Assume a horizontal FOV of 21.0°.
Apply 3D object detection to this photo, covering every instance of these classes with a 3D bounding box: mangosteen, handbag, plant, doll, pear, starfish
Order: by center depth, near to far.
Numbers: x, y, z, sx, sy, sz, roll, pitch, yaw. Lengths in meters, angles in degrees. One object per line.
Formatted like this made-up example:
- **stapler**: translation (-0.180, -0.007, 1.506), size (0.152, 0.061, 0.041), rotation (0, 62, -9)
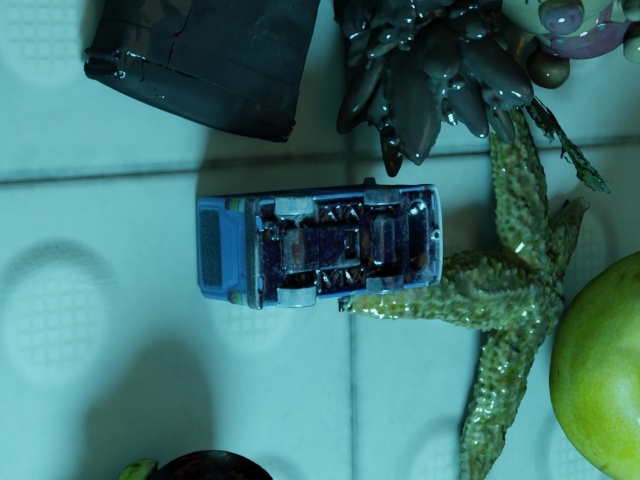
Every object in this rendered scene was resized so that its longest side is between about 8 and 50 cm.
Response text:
- **mangosteen**: translation (-0.133, 0.286, 1.614), size (0.217, 0.192, 0.192), rotation (11, 85, -22)
- **handbag**: translation (-0.095, -0.224, 1.667), size (0.247, 0.080, 0.223), rotation (17, 82, -42)
- **plant**: translation (0.104, -0.232, 1.775), size (0.194, 0.181, 0.320), rotation (-10, 91, -20)
- **doll**: translation (0.268, -0.282, 1.931), size (0.196, 0.152, 0.256), rotation (-39, 138, 4)
- **starfish**: translation (0.183, 0.059, 1.949), size (0.324, 0.082, 0.432), rotation (43, 66, -38)
- **pear**: translation (0.415, 0.152, 2.019), size (0.314, 0.314, 0.314), rotation (-4, 96, -42)

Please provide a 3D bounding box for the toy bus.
- **toy bus**: translation (0.000, 0.000, 1.736), size (0.234, 0.133, 0.116), rotation (-6, 96, -37)

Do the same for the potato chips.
- **potato chips**: translation (0.247, -0.139, 1.931), size (0.029, 0.202, 0.220), rotation (-38, 128, 8)
